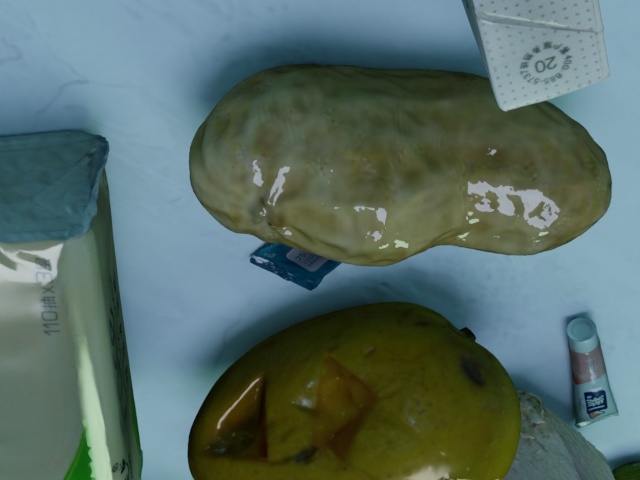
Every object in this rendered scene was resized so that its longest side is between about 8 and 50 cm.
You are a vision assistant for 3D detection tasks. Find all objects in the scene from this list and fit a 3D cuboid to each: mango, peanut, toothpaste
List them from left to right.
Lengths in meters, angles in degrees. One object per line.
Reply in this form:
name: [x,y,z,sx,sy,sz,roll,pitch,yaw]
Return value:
mango: [0.032,0.201,1.366,0.365,0.253,0.182,-14,161,15]
peanut: [0.076,-0.066,1.144,0.387,0.192,0.169,1,124,-9]
toothpaste: [0.321,0.163,1.521,0.056,0.036,0.205,-15,139,6]

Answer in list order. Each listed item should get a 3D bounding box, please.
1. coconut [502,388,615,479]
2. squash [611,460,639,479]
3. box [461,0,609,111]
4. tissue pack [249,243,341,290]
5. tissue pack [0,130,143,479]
coconut: [0.217,0.357,1.494,0.298,0.309,0.297,-7,136,-6]
squash: [0.480,0.324,1.682,0.258,0.069,0.069,5,133,-15]
box: [0.120,-0.286,0.921,0.095,0.210,0.330,-17,134,8]
tissue pack: [0.000,0.000,1.313,0.085,0.028,0.138,29,128,-28]
tissue pack: [-0.349,0.120,1.210,0.332,0.205,0.404,-3,123,-4]
